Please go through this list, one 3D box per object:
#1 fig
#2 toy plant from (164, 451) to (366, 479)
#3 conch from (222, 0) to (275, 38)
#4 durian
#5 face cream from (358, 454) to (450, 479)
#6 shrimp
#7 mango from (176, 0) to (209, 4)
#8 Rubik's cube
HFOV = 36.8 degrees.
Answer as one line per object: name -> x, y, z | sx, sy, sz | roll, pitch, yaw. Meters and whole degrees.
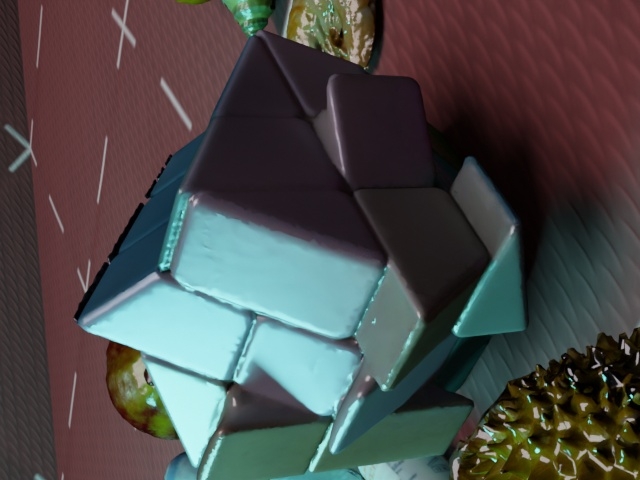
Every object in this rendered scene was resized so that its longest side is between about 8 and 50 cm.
fig -> -0.219, 0.197, 1.470 | 0.263, 0.224, 0.224 | 6, 98, 58
toy plant -> -0.079, 0.287, 1.223 | 0.332, 0.247, 0.247 | -130, 45, -58
conch -> -0.093, -0.365, 1.311 | 0.095, 0.079, 0.201 | 135, 144, -70
durian -> 0.227, 0.182, 0.613 | 0.293, 0.258, 0.258 | -29, 67, 49
face cream -> 0.103, 0.255, 0.995 | 0.269, 0.082, 0.082 | 40, 127, 54
shrimp -> 0.010, -0.204, 1.156 | 0.152, 0.063, 0.287 | 26, 115, 46
mango -> -0.189, -0.463, 1.436 | 0.151, 0.120, 0.221 | -5, 82, 59
Rubik's cube -> 0.005, 0.016, 0.880 | 0.387, 0.368, 0.358 | -73, 5, -49
